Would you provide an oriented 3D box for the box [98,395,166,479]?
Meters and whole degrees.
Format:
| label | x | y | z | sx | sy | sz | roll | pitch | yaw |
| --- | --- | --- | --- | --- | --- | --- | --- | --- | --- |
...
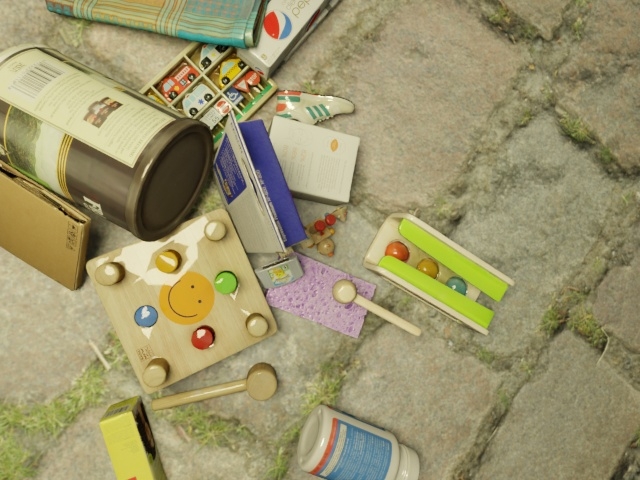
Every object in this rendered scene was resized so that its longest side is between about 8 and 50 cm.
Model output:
| label | x | y | z | sx | sy | sz | roll | pitch | yaw |
| --- | --- | --- | --- | --- | --- | --- | --- | --- | --- |
| box | -0.320 | 0.404 | 0.745 | 0.058 | 0.087 | 0.232 | -16 | 94 | -13 |

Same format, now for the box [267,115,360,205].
| label | x | y | z | sx | sy | sz | roll | pitch | yaw |
| --- | --- | --- | --- | --- | --- | --- | --- | --- | --- |
| box | -0.025 | -0.148 | 0.819 | 0.170 | 0.091 | 0.130 | 12 | 86 | -13 |

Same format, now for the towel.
| label | x | y | z | sx | sy | sz | roll | pitch | yaw |
| --- | --- | --- | --- | --- | --- | --- | --- | --- | --- |
| towel | -0.263 | -0.485 | 0.734 | 0.370 | 0.040 | 0.272 | 12 | 80 | 2 |

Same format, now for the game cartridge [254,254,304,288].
| label | x | y | z | sx | sy | sz | roll | pitch | yaw |
| --- | --- | --- | --- | --- | --- | --- | --- | --- | --- |
| game cartridge | -0.075 | 0.061 | 0.795 | 0.083 | 0.017 | 0.056 | -20 | 134 | 1 |

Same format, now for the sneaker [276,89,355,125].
| label | x | y | z | sx | sy | sz | roll | pitch | yaw |
| --- | --- | --- | --- | --- | --- | --- | --- | --- | --- |
| sneaker | -0.012 | -0.256 | 0.849 | 0.161 | 0.057 | 0.075 | 3 | 106 | -16 |

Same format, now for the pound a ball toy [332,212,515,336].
| label | x | y | z | sx | sy | sz | roll | pitch | yaw |
| --- | --- | --- | --- | --- | --- | --- | --- | --- | --- |
| pound a ball toy | 0.192 | 0.089 | 0.849 | 0.319 | 0.136 | 0.208 | 30 | 87 | -12 |

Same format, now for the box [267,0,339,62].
| label | x | y | z | sx | sy | sz | roll | pitch | yaw |
| --- | --- | --- | --- | --- | --- | --- | --- | --- | --- |
| box | -0.063 | -0.477 | 0.841 | 0.145 | 0.038 | 0.186 | 41 | 82 | -10 |

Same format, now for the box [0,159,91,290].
| label | x | y | z | sx | sy | sz | roll | pitch | yaw |
| --- | --- | --- | --- | --- | --- | --- | --- | --- | --- |
| box | -0.450 | -0.016 | 0.669 | 0.164 | 0.201 | 0.021 | 34 | 44 | -6 |

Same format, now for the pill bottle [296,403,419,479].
| label | x | y | z | sx | sy | sz | roll | pitch | yaw |
| --- | --- | --- | --- | --- | --- | --- | --- | --- | --- |
| pill bottle | 0.076 | 0.417 | 0.822 | 0.221 | 0.124 | 0.124 | 26 | 83 | -11 |

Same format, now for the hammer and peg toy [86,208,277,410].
| label | x | y | z | sx | sy | sz | roll | pitch | yaw |
| --- | --- | --- | --- | --- | --- | --- | --- | --- | --- |
| hammer and peg toy | -0.222 | 0.155 | 0.749 | 0.265 | 0.127 | 0.362 | -23 | 95 | -13 |

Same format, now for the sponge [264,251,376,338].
| label | x | y | z | sx | sy | sz | roll | pitch | yaw |
| --- | --- | --- | --- | --- | --- | --- | --- | --- | --- |
| sponge | -0.002 | 0.107 | 0.853 | 0.210 | 0.031 | 0.117 | 23 | 83 | -13 |

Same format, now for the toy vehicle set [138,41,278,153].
| label | x | y | z | sx | sy | sz | roll | pitch | yaw |
| --- | --- | --- | --- | --- | --- | --- | --- | --- | --- |
| toy vehicle set | -0.230 | -0.258 | 0.798 | 0.166 | 0.035 | 0.267 | 43 | 80 | -10 |

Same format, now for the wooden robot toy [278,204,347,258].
| label | x | y | z | sx | sy | sz | roll | pitch | yaw |
| --- | --- | --- | --- | --- | --- | --- | --- | --- | --- |
| wooden robot toy | 0.000 | 0.000 | 0.819 | 0.173 | 0.076 | 0.079 | -32 | 98 | -25 |

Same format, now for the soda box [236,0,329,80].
| label | x | y | z | sx | sy | sz | roll | pitch | yaw |
| --- | --- | --- | --- | --- | --- | --- | --- | --- | --- |
| soda box | -0.063 | -0.411 | 0.786 | 0.074 | 0.069 | 0.216 | 37 | 81 | -10 |

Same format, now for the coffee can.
| label | x | y | z | sx | sy | sz | roll | pitch | yaw |
| --- | --- | --- | --- | --- | --- | --- | --- | --- | --- |
| coffee can | -0.337 | -0.148 | 0.653 | 0.275 | 0.201 | 0.202 | 27 | 83 | 4 |

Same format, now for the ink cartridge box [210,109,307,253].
| label | x | y | z | sx | sy | sz | roll | pitch | yaw |
| --- | --- | --- | --- | --- | --- | --- | --- | --- | --- |
| ink cartridge box | -0.104 | -0.070 | 0.656 | 0.069 | 0.371 | 0.176 | -22 | 95 | -15 |
